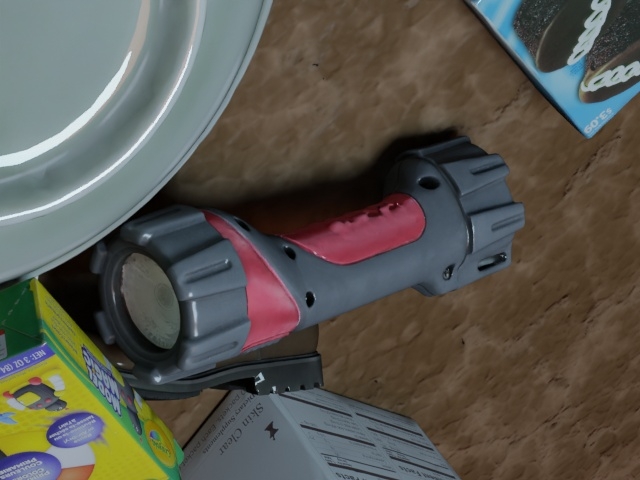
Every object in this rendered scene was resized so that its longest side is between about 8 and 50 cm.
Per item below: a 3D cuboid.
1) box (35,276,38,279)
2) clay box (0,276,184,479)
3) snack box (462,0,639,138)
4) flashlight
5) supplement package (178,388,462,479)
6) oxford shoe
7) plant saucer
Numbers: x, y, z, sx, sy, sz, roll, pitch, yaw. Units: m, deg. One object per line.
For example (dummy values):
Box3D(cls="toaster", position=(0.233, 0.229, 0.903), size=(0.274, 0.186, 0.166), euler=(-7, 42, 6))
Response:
Box3D(cls="box", position=(-0.231, 0.090, 1.138), size=(0.087, 0.058, 0.232), euler=(-10, 133, -32))
Box3D(cls="clay box", position=(-0.170, 0.119, 1.100), size=(0.127, 0.053, 0.222), euler=(-23, 141, 8))
Box3D(cls="snack box", position=(0.239, -0.230, 1.201), size=(0.322, 0.060, 0.187), euler=(-44, 141, 6))
Box3D(cls="flashlight", position=(0.000, 0.000, 1.180), size=(0.304, 0.103, 0.103), euler=(-21, 141, -41))
Box3D(cls="supplement package", position=(-0.033, 0.253, 1.386), size=(0.204, 0.145, 0.262), euler=(22, 111, -48))
Box3D(cls="oxford shoe", position=(-0.094, 0.054, 1.202), size=(0.227, 0.083, 0.096), euler=(-3, 94, -47))
Box3D(cls="plant saucer", position=(-0.169, -0.118, 0.912), size=(0.400, 0.100, 0.400), euler=(-19, 129, -25))
